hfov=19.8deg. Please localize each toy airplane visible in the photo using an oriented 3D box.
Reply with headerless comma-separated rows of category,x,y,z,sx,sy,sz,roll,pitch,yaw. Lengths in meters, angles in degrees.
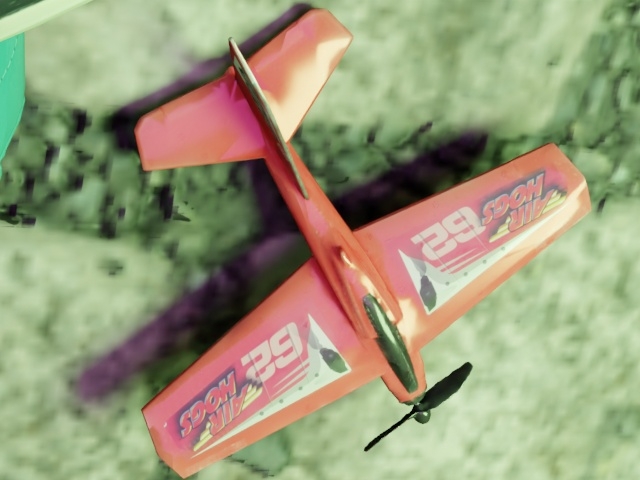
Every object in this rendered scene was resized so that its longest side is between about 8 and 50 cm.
toy airplane,0.000,0.000,0.529,0.151,0.028,0.151,-10,117,-20

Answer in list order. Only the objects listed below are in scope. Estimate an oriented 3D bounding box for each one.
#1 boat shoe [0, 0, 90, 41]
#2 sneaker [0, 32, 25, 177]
boat shoe,-0.150,-0.099,0.254,0.500,0.156,0.187,-16,97,-29
sneaker,-0.206,0.013,0.398,0.295,0.124,0.178,-6,107,-22
